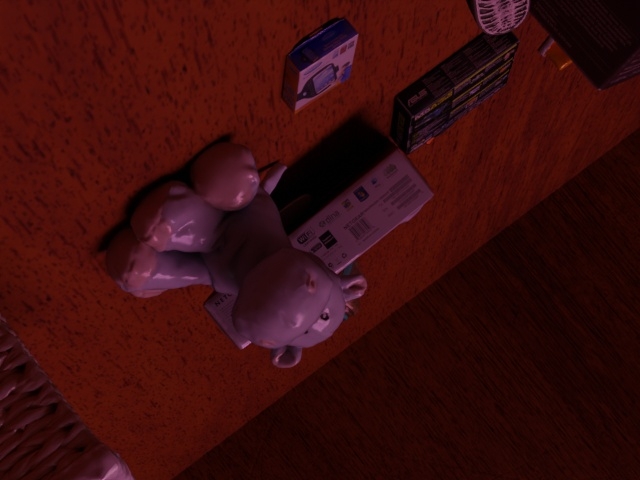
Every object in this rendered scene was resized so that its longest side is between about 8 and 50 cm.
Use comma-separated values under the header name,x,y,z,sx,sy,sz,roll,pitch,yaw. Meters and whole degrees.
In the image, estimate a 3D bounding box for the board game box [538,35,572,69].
name,x,y,z,sx,sy,sz,roll,pitch,yaw
board game box,0.559,-0.450,2.266,0.390,0.050,0.390,-30,167,-32

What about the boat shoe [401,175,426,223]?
name,x,y,z,sx,sy,sz,roll,pitch,yaw
boat shoe,0.099,-0.068,2.311,0.228,0.080,0.076,-19,160,-39

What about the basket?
name,x,y,z,sx,sy,sz,roll,pitch,yaw
basket,-0.399,0.255,1.556,0.328,0.266,0.331,-36,168,-11

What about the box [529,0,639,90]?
name,x,y,z,sx,sy,sz,roll,pitch,yaw
box,0.422,-0.340,1.979,0.168,0.167,0.203,-25,163,-49

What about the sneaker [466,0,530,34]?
name,x,y,z,sx,sy,sz,roll,pitch,yaw
sneaker,0.157,-0.327,1.486,0.083,0.118,0.222,-16,135,-11

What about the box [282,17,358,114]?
name,x,y,z,sx,sy,sz,roll,pitch,yaw
box,-0.001,-0.194,1.614,0.081,0.028,0.136,-35,170,-13

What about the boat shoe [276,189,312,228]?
name,x,y,z,sx,sy,sz,roll,pitch,yaw
boat shoe,-0.071,-0.029,2.020,0.133,0.042,0.049,-39,150,11

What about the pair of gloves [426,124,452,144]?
name,x,y,z,sx,sy,sz,roll,pitch,yaw
pair of gloves,0.184,-0.173,2.303,0.074,0.010,0.083,-44,168,27

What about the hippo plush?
name,x,y,z,sx,sy,sz,roll,pitch,yaw
hippo plush,-0.097,0.047,1.732,0.234,0.236,0.294,-39,169,6

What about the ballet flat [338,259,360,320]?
name,x,y,z,sx,sy,sz,roll,pitch,yaw
ballet flat,-0.020,0.071,2.347,0.342,0.116,0.124,-21,-133,69

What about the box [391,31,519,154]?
name,x,y,z,sx,sy,sz,roll,pitch,yaw
box,0.189,-0.213,2.082,0.191,0.045,0.184,-36,166,-7

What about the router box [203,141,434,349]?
name,x,y,z,sx,sy,sz,roll,pitch,yaw
router box,0.000,0.000,2.062,0.335,0.082,0.301,-39,-177,4
